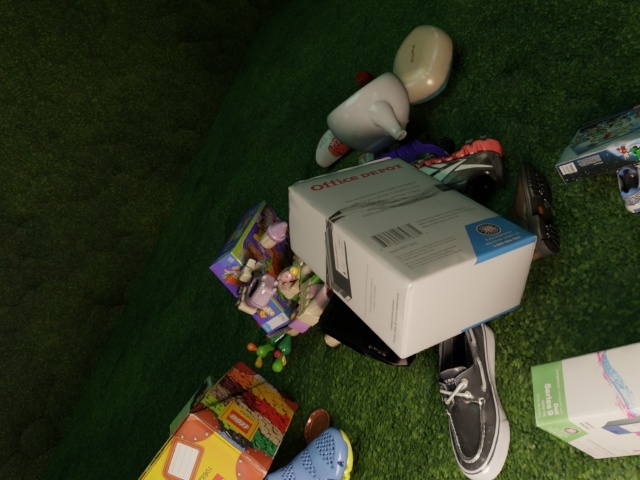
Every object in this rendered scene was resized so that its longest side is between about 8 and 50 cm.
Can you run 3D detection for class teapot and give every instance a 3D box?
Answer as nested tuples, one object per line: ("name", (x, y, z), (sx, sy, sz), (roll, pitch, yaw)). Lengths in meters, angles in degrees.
("teapot", (0.153, -0.328, 1.594), (0.253, 0.187, 0.256), (-30, 10, 43))

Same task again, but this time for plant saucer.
("plant saucer", (-0.005, 0.430, 1.322), (0.083, 0.013, 0.083), (-37, 35, 32))

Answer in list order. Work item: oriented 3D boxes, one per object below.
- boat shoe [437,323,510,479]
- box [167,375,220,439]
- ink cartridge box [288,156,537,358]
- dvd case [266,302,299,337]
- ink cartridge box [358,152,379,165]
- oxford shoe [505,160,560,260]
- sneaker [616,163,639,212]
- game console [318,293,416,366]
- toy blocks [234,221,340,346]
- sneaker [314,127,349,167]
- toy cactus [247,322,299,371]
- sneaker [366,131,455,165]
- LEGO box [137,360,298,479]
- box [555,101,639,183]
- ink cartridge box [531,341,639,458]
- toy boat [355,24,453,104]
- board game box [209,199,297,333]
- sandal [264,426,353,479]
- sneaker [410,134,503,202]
("boat shoe", (0.252, 0.256, 1.002), (0.108, 0.102, 0.301), (-30, 39, 41))
("box", (-0.378, 0.529, 1.757), (0.232, 0.058, 0.087), (-53, 29, 10))
("ink cartridge box", (0.153, 0.005, 1.104), (0.395, 0.286, 0.166), (42, 141, 47))
("dvd case", (-0.047, 0.164, 1.563), (0.165, 0.018, 0.221), (-24, 24, 32))
("ink cartridge box", (0.145, -0.251, 1.750), (0.063, 0.029, 0.115), (-39, 34, 31))
("oxford shoe", (0.395, -0.060, 1.120), (0.096, 0.083, 0.227), (-32, 36, 45))
("sneaker", (0.536, -0.117, 0.979), (0.052, 0.058, 0.135), (-19, 45, 49))
("game console", (0.167, 0.088, 1.250), (0.213, 0.044, 0.361), (25, 65, 18))
("toy blocks", (0.008, 0.051, 1.368), (0.260, 0.309, 0.288), (-41, 32, 39))
("sneaker", (0.086, -0.335, 1.863), (0.270, 0.090, 0.145), (-49, 27, 10))
("toy cactus", (-0.115, 0.255, 1.594), (0.180, 0.112, 0.219), (-39, 24, 13))
("sneaker", (0.240, -0.211, 1.507), (0.293, 0.102, 0.146), (4, 58, 54))
("LEGO box", (-0.297, 0.560, 1.297), (0.500, 0.193, 0.372), (-53, -3, 9))
("box", (0.544, -0.187, 0.991), (0.233, 0.044, 0.159), (-18, 23, 50))
("ink cartridge box", (0.412, 0.207, 0.747), (0.212, 0.154, 0.093), (-29, 39, 41))
("toy boat", (0.263, -0.496, 1.722), (0.318, 0.148, 0.267), (-12, 57, 43))
("board game box", (-0.149, 0.060, 1.573), (0.078, 0.233, 0.347), (-33, 17, 21))
("sandal", (-0.057, 0.516, 1.192), (0.317, 0.138, 0.126), (-53, 27, 4))
("sneaker", (0.283, -0.127, 1.291), (0.276, 0.097, 0.135), (-20, 59, 18))
